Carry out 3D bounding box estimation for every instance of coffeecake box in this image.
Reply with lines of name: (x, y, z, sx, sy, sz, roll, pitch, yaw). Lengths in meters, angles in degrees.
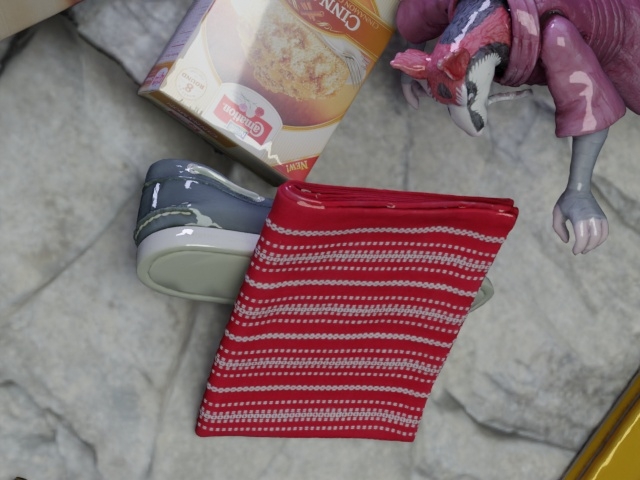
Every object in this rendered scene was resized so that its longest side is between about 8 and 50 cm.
coffeecake box: (-0.036, -0.157, 1.425, 0.142, 0.068, 0.185, 34, 80, -18)

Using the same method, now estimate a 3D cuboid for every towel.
towel: (0.025, 0.064, 1.380, 0.199, 0.031, 0.275, 4, 132, -20)

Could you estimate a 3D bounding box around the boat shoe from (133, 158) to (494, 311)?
boat shoe: (0.000, 0.000, 1.418, 0.319, 0.116, 0.099, 9, 56, -28)

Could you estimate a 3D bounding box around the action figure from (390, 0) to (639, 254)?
action figure: (0.200, -0.173, 1.372, 0.370, 0.248, 0.275, -18, 138, -51)

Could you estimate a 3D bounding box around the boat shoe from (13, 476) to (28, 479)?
boat shoe: (-0.194, 0.249, 1.384, 0.152, 0.056, 0.049, 42, 82, -6)

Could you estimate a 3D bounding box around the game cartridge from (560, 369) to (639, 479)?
game cartridge: (0.386, 0.244, 1.597, 0.324, 0.053, 0.285, 41, 77, -16)

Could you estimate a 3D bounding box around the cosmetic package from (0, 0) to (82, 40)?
cosmetic package: (-0.296, -0.212, 1.272, 0.296, 0.129, 0.153, -31, 127, -17)
